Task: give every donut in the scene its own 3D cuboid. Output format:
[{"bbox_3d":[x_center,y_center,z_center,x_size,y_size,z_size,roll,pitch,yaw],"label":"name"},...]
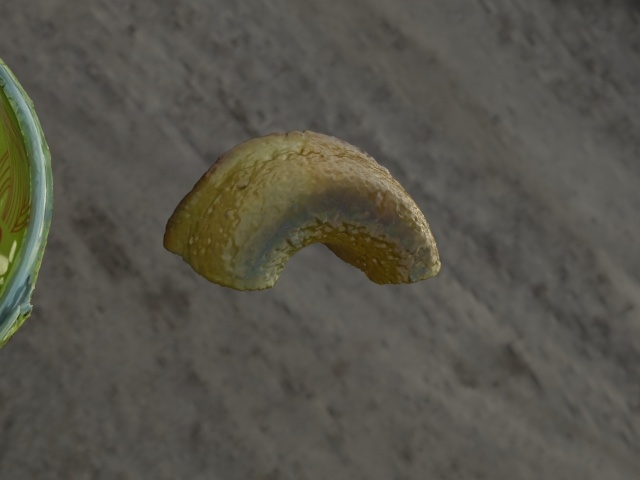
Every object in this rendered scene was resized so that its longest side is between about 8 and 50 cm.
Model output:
[{"bbox_3d":[0.000,0.000,0.554,0.083,0.067,0.038,38,-2,-26],"label":"donut"}]

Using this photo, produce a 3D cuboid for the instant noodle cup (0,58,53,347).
[{"bbox_3d":[-0.290,-0.065,0.778,0.221,0.311,0.311,87,-11,-61],"label":"instant noodle cup"}]
